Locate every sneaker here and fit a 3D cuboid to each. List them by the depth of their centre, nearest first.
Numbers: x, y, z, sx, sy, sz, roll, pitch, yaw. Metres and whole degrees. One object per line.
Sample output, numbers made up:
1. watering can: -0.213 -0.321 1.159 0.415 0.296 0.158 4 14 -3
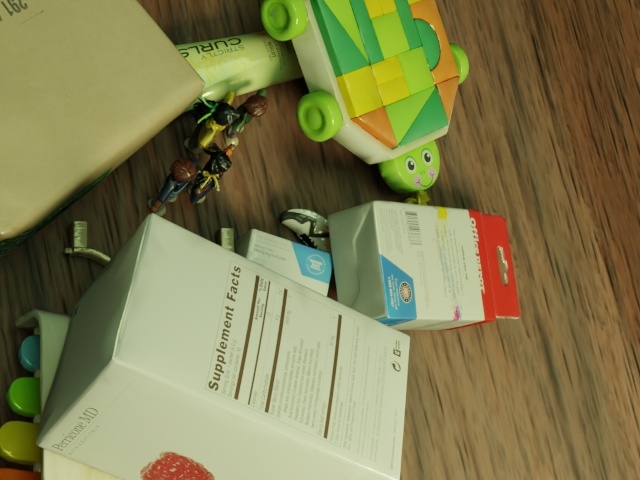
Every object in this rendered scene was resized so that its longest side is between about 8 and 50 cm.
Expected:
1. sneaker: 0.000 0.000 1.566 0.109 0.040 0.043 29 68 -14

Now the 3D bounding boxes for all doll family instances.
1. doll family: -0.124 -0.099 1.497 0.076 0.111 0.193 29 67 -15

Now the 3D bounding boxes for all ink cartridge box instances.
1. ink cartridge box: -0.056 0.090 1.505 0.104 0.060 0.180 18 69 -20
2. ink cartridge box: 0.122 0.033 1.568 0.231 0.078 0.134 5 74 -43

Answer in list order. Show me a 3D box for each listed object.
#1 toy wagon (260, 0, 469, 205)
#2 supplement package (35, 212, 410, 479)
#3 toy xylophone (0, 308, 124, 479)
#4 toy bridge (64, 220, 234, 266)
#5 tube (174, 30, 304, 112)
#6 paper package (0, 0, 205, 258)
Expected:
1. toy wagon: 0.075 -0.195 1.593 0.267 0.068 0.344 -26 100 -43
2. supplement package: -0.087 0.140 1.293 0.293 0.177 0.175 26 46 -19
3. toy xylophone: -0.206 0.209 1.342 0.236 0.081 0.322 20 50 -24
4. toy bridge: -0.185 0.015 1.488 0.188 0.026 0.063 2 76 -23
5. tube: -0.106 -0.197 1.564 0.240 0.062 0.070 -16 39 -23
6. paper package: -0.332 -0.165 1.354 0.309 0.168 0.325 49 47 -5
